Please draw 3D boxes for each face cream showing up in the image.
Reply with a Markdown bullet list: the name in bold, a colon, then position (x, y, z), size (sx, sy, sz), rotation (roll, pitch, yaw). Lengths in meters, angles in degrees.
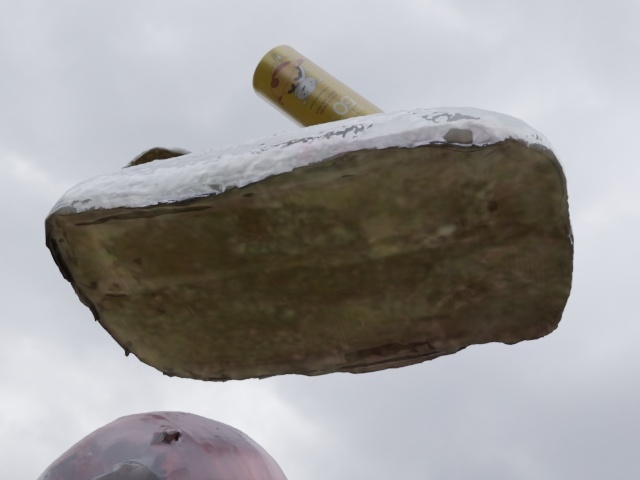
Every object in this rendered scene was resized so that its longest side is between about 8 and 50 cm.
- **face cream**: position (0.039, -0.194, 1.220), size (0.348, 0.105, 0.105), rotation (40, -30, 24)

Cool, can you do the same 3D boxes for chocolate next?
- **chocolate**: position (0.000, 0.000, 0.472), size (0.303, 0.100, 0.185), rotation (-7, -49, 12)

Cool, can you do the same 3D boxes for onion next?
- **onion**: position (-0.182, 0.334, 0.795), size (0.341, 0.341, 0.341), rotation (5, -38, 4)

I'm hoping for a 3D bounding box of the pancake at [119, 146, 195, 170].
- **pancake**: position (-0.277, -0.086, 1.395), size (0.222, 0.042, 0.236), rotation (16, -42, 0)
